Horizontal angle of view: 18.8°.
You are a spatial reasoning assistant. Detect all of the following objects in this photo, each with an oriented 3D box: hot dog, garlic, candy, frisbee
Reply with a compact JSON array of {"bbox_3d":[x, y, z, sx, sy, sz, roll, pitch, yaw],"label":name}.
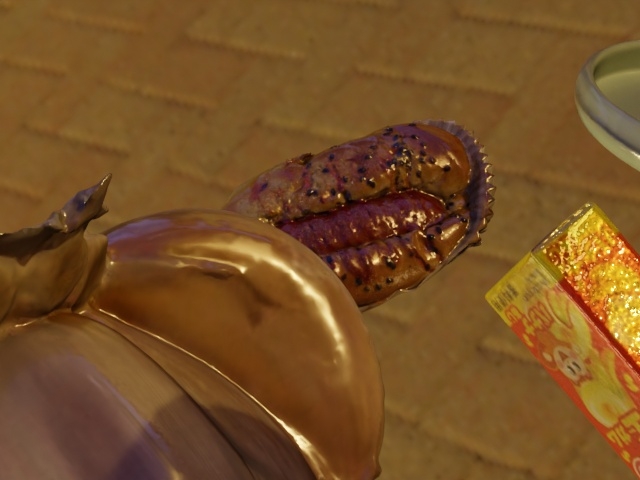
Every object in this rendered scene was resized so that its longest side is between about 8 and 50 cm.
[{"bbox_3d":[0.000,0.000,0.967,0.192,0.053,0.099,-24,47,-8],"label":"hot dog"},{"bbox_3d":[-0.055,0.071,0.617,0.257,0.207,0.207,-2,45,52],"label":"garlic"},{"bbox_3d":[0.282,0.111,1.738,0.088,0.276,0.146,-37,-6,-24],"label":"candy"},{"bbox_3d":[0.116,-0.024,0.479,0.110,0.110,0.014,-113,34,-62],"label":"frisbee"}]
